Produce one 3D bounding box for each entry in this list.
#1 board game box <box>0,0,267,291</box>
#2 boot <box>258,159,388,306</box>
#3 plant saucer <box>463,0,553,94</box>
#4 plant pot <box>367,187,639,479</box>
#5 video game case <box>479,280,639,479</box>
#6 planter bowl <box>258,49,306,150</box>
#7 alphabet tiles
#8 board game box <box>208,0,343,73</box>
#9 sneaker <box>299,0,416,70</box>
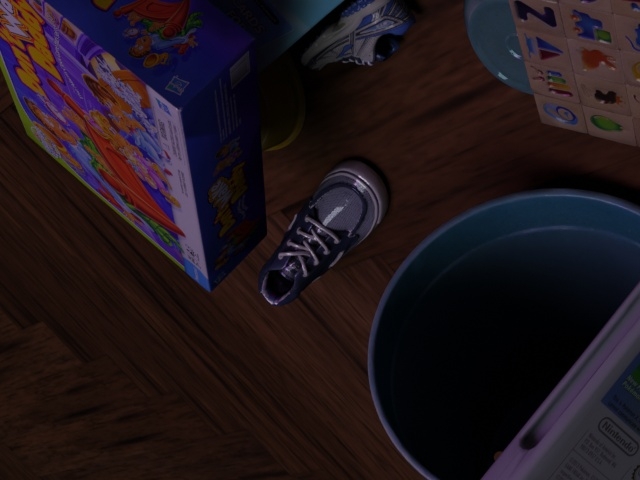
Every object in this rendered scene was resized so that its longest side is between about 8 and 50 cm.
[{"bbox_3d":[-0.156,-0.116,1.204,0.233,0.078,0.347,40,163,15],"label":"board game box"},{"bbox_3d":[0.000,0.000,1.433,0.069,0.086,0.190,39,149,4],"label":"boot"},{"bbox_3d":[0.154,-0.150,1.137,0.119,0.021,0.119,29,147,21],"label":"plant saucer"},{"bbox_3d":[0.202,0.137,1.241,0.272,0.271,0.255,23,160,28],"label":"plant pot"},{"bbox_3d":[0.278,0.163,1.062,0.329,0.300,0.036,40,178,-33],"label":"video game case"},{"bbox_3d":[-0.127,-0.142,1.392,0.217,0.090,0.217,29,147,21],"label":"planter bowl"},{"bbox_3d":[0.223,-0.128,1.033,0.198,0.009,0.237,17,155,27],"label":"alphabet tiles"},{"bbox_3d":[-0.058,-0.277,1.095,0.254,0.079,0.336,46,138,-9],"label":"board game box"},{"bbox_3d":[0.030,-0.162,1.232,0.058,0.052,0.135,42,150,-9],"label":"sneaker"}]
